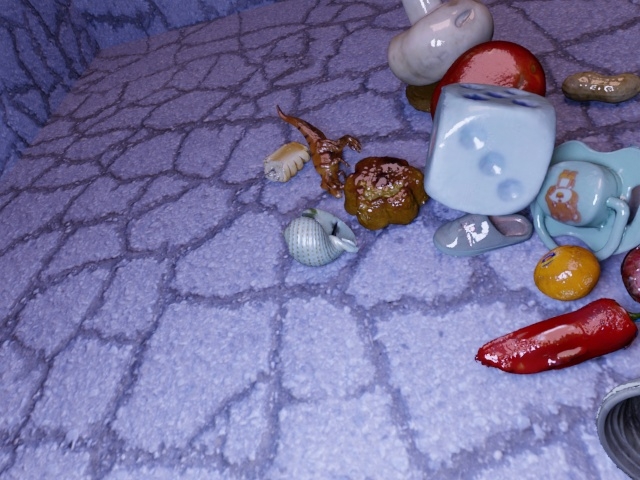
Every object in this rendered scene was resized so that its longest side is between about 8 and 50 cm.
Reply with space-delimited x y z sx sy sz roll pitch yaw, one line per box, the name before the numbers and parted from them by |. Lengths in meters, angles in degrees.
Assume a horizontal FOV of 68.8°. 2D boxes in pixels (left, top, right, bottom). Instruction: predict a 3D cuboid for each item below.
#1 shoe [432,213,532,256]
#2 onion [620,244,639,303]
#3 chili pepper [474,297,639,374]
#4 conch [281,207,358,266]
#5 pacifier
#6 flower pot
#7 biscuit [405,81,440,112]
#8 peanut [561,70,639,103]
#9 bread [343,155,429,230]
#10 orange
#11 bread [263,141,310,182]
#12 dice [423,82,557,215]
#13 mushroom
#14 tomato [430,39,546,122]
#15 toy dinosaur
shoe | 0.416 -0.031 1.198 0.251 0.100 0.103 -9 46 7
onion | 0.739 0.069 0.975 0.184 0.147 0.183 -32 49 46
chili pepper | 0.503 0.194 0.942 0.388 0.110 0.110 -19 44 4
conch | -0.007 0.007 1.283 0.200 0.131 0.172 30 26 -6
pacifier | 0.669 -0.087 1.114 0.269 0.288 0.343 6 17 -21
flower pot | 0.590 0.297 0.759 0.235 0.235 0.141 23 36 35
biscuit | 0.453 -0.557 1.712 0.296 0.075 0.295 -11 43 10
peanut | 0.893 -0.487 1.484 0.230 0.098 0.103 15 80 26
bread | 0.187 -0.137 1.353 0.247 0.135 0.232 12 65 24
orange | 0.548 0.074 1.033 0.118 0.135 0.135 31 56 -1
bread | -0.114 -0.270 1.619 0.119 0.084 0.177 30 61 36
dice | 0.412 -0.234 1.174 0.263 0.268 0.264 10 30 7
mushroom | 0.375 -0.675 1.567 0.325 0.353 0.353 -56 42 20
tomato | 0.494 -0.423 1.399 0.290 0.293 0.325 39 98 3
toy dinosaur | 0.025 -0.317 1.584 0.208 0.097 0.432 -20 62 -16
